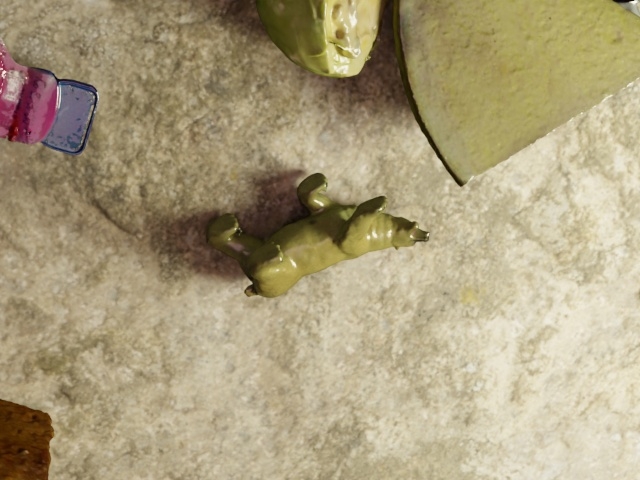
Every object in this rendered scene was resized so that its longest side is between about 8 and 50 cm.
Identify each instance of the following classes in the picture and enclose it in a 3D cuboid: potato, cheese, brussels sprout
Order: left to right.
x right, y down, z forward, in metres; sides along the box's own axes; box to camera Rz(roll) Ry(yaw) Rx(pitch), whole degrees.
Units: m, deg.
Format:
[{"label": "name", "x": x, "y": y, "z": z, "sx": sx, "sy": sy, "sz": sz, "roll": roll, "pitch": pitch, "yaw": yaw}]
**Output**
[{"label": "cheese", "x": -0.342, "y": -0.148, "z": 1.315, "sx": 0.244, "sy": 0.062, "sz": 0.155, "roll": 14, "pitch": 106, "yaw": -16}, {"label": "brussels sprout", "x": -0.007, "y": -0.238, "z": 1.311, "sx": 0.149, "sy": 0.122, "sz": 0.151, "roll": 35, "pitch": 67, "yaw": -56}, {"label": "potato", "x": 0.182, "y": -0.232, "z": 1.362, "sx": 0.269, "sy": 0.112, "sz": 0.255, "roll": -32, "pitch": 100, "yaw": -1}]

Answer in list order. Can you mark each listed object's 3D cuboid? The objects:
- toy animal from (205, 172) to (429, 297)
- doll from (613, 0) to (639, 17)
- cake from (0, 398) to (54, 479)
[{"label": "toy animal", "x": 0.000, "y": 0.000, "z": 1.424, "sx": 0.219, "sy": 0.103, "sz": 0.101, "roll": -26, "pitch": 130, "yaw": -3}, {"label": "doll", "x": 0.302, "y": -0.288, "z": 1.386, "sx": 0.195, "sy": 0.070, "sz": 0.096, "roll": 37, "pitch": 114, "yaw": -13}, {"label": "cake", "x": -0.399, "y": 0.317, "z": 1.396, "sx": 0.196, "sy": 0.199, "sz": 0.293, "roll": 12, "pitch": 107, "yaw": -17}]
